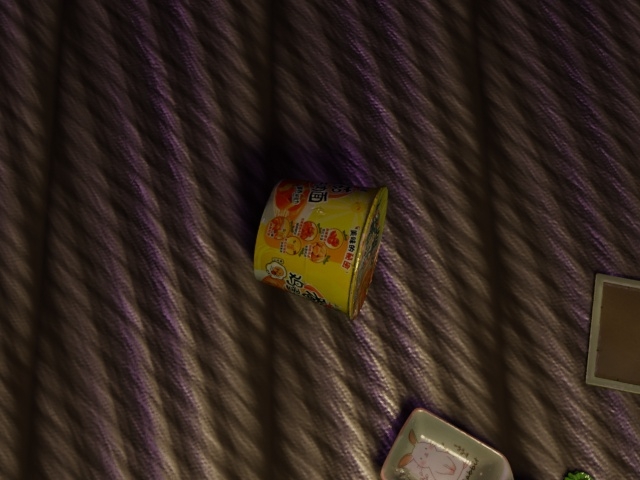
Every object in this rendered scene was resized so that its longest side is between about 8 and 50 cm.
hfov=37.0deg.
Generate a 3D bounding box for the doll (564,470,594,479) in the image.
[{"bbox_3d":[0.520,0.502,1.748,0.190,0.050,0.115,43,52,12],"label":"doll"}]

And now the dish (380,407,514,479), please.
[{"bbox_3d":[0.237,0.428,1.752,0.234,0.064,0.154,29,73,8],"label":"dish"}]

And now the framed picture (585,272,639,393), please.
[{"bbox_3d":[0.670,0.198,1.870,0.293,0.018,0.231,11,72,1],"label":"framed picture"}]

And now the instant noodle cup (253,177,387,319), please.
[{"bbox_3d":[0.000,0.000,1.791,0.200,0.264,0.264,15,72,9],"label":"instant noodle cup"}]
